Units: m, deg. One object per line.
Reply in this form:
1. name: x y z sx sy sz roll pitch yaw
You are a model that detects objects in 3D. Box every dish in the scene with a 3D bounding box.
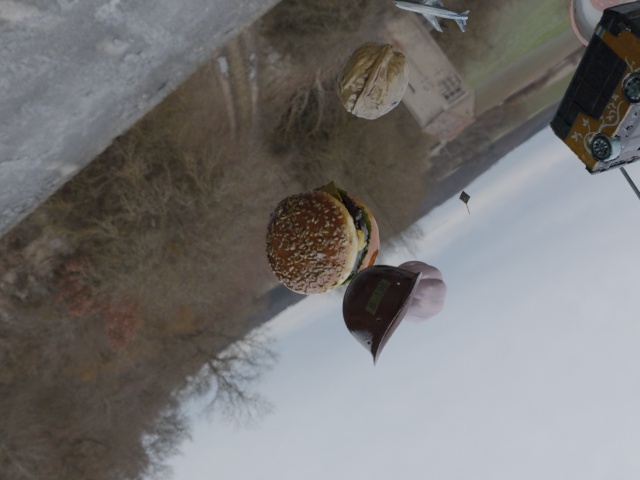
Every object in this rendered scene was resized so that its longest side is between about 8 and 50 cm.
1. dish: 0.670 -0.563 1.402 0.260 0.260 0.085 -35 -153 9

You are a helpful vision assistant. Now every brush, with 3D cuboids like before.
1. brush: 0.719 -0.197 1.550 0.060 0.297 0.068 -33 162 26

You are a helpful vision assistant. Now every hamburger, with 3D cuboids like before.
1. hamburger: 0.000 0.000 1.589 0.291 0.291 0.225 -37 163 29

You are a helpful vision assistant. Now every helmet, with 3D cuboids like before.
1. helmet: 0.088 0.111 1.037 0.175 0.106 0.155 -66 167 -4

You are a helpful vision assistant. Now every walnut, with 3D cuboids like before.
1. walnut: 0.150 -0.455 1.762 0.198 0.198 0.245 -31 160 -36

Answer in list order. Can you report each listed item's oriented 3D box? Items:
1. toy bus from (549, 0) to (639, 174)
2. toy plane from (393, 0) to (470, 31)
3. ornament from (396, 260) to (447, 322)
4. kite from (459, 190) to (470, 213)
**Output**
1. toy bus: 0.538 -0.271 1.091 0.138 0.167 0.275 -17 145 -19
2. toy plane: 0.323 -0.669 1.793 0.058 0.226 0.226 -64 171 -6
3. ornament: 0.263 0.145 1.753 0.177 0.177 0.177 -34 176 -3
4. kite: 0.487 -0.129 2.054 0.002 0.078 0.044 -22 166 -37
